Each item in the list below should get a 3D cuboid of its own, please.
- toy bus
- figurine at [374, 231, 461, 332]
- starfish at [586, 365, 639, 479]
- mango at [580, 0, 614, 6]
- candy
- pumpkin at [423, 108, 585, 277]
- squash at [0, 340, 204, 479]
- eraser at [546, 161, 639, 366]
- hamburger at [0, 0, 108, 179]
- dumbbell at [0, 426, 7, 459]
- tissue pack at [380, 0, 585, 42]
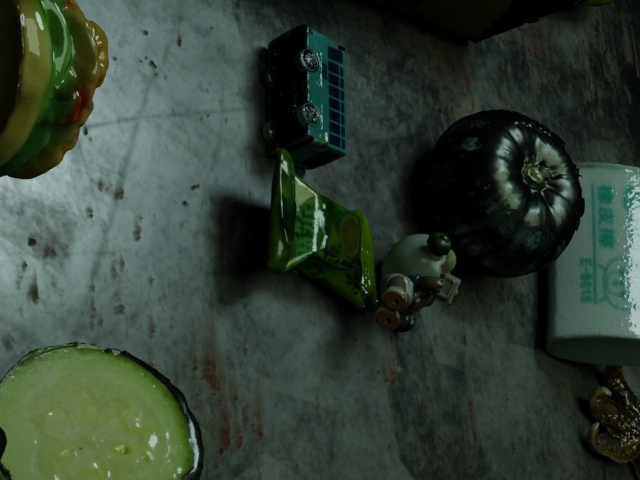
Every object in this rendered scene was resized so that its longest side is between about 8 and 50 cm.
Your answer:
[{"bbox_3d":[-0.016,-0.175,1.828,0.092,0.079,0.160,19,60,-41],"label":"toy bus"},{"bbox_3d":[0.119,0.055,1.839,0.094,0.147,0.197,23,26,-2],"label":"figurine"},{"bbox_3d":[0.470,0.288,2.177,0.238,0.071,0.215,9,72,-35],"label":"starfish"},{"bbox_3d":[0.383,-0.484,2.357,0.343,0.156,0.192,29,62,-42],"label":"mango"},{"bbox_3d":[0.000,0.000,1.772,0.246,0.069,0.149,28,55,-49],"label":"candy"},{"bbox_3d":[0.247,-0.066,2.005,0.233,0.163,0.233,15,63,-31],"label":"pumpkin"},{"bbox_3d":[-0.232,0.207,1.417,0.220,0.133,0.220,19,52,-26],"label":"squash"},{"bbox_3d":[0.424,0.033,2.161,0.189,0.104,0.290,6,61,-3],"label":"eraser"},{"bbox_3d":[-0.297,-0.165,1.402,0.149,0.237,0.237,-1,74,-53],"label":"hamburger"},{"bbox_3d":[-0.406,0.118,1.177,0.388,0.185,0.185,51,43,-19],"label":"dumbbell"},{"bbox_3d":[0.168,-0.458,2.015,0.417,0.264,0.253,16,63,-44],"label":"tissue pack"}]
